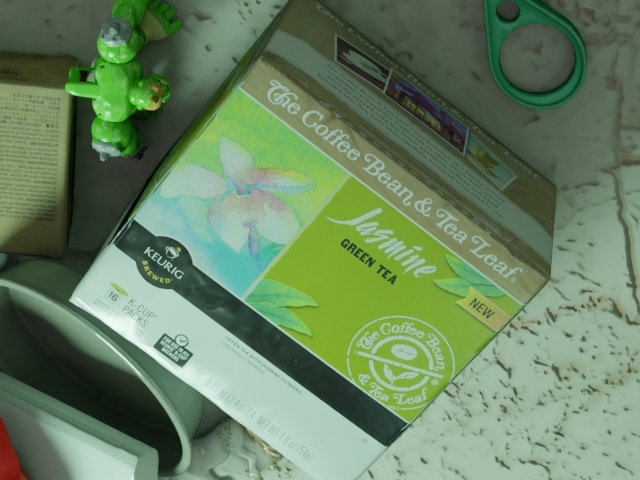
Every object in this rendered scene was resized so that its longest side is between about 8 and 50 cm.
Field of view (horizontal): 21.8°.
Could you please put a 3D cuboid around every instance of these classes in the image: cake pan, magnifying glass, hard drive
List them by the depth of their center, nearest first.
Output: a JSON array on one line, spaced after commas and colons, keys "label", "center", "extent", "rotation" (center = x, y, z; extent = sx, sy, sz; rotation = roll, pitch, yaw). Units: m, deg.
[{"label": "magnifying glass", "center": [0.172, -0.224, 1.567], "extent": [0.092, 0.026, 0.231], "rotation": [-27, 107, 21]}, {"label": "cake pan", "center": [-0.238, 0.127, 1.712], "extent": [0.293, 0.054, 0.293], "rotation": [28, 150, 18]}, {"label": "hard drive", "center": [-0.304, 0.260, 1.786], "extent": [0.307, 0.040, 0.203], "rotation": [21, 116, 32]}]

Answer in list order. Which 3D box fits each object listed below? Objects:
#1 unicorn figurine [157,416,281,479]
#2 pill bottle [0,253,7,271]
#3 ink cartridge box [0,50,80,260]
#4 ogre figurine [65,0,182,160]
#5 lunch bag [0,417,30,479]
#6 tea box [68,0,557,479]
[{"label": "unicorn figurine", "center": [-0.121, 0.240, 1.826], "extent": [0.162, 0.060, 0.111], "rotation": [-40, 103, 7]}, {"label": "pill bottle", "center": [-0.388, 0.045, 1.770], "extent": [0.067, 0.067, 0.120], "rotation": [35, 116, -7]}, {"label": "ink cartridge box", "center": [-0.364, -0.092, 1.669], "extent": [0.235, 0.088, 0.193], "rotation": [5, 117, -5]}, {"label": "ogre figurine", "center": [-0.190, -0.158, 1.610], "extent": [0.097, 0.118, 0.197], "rotation": [28, 117, -3]}, {"label": "lunch bag", "center": [-0.408, 0.269, 1.775], "extent": [0.293, 0.120, 0.258], "rotation": [51, 124, 13]}, {"label": "tea box", "center": [0.000, 0.000, 1.594], "extent": [0.329, 0.220, 0.323], "rotation": [36, 115, -8]}]
